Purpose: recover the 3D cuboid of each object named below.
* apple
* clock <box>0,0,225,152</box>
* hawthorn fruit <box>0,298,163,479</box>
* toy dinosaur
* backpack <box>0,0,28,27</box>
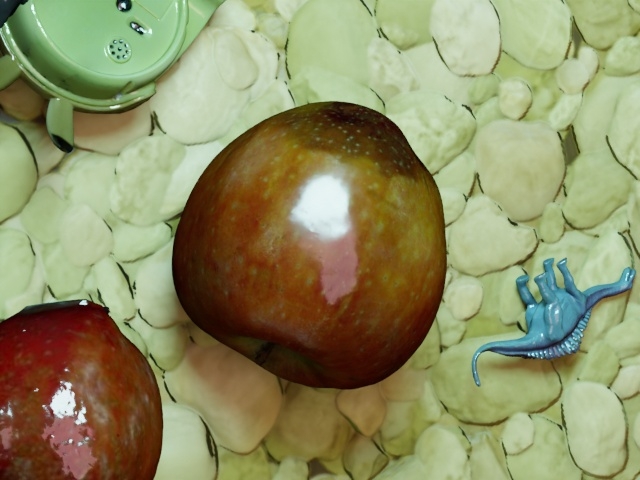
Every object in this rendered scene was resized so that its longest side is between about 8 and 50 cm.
[{"bbox_3d":[0.000,0.000,1.530,0.230,0.230,0.230,0,89,-19],"label":"apple"},{"bbox_3d":[-0.183,-0.176,1.518,0.170,0.069,0.232,38,62,-18],"label":"clock"},{"bbox_3d":[-0.206,0.136,1.489,0.185,0.185,0.202,27,62,-17],"label":"hawthorn fruit"},{"bbox_3d":[0.203,0.063,1.690,0.197,0.045,0.080,-31,102,-26],"label":"toy dinosaur"},{"bbox_3d":[-0.304,-0.319,1.400,0.446,0.255,0.363,-39,82,-14],"label":"backpack"}]
